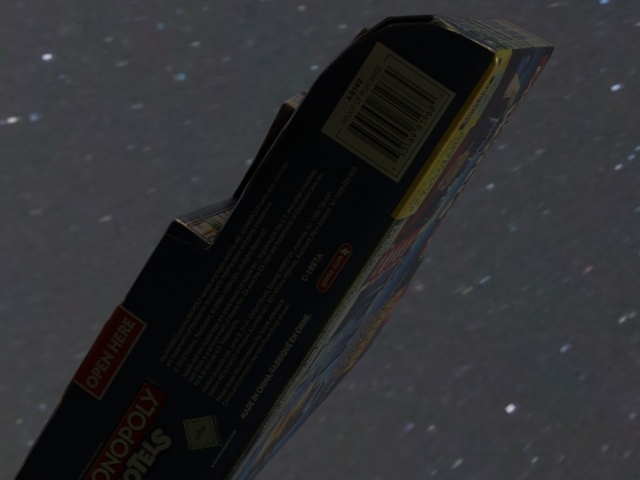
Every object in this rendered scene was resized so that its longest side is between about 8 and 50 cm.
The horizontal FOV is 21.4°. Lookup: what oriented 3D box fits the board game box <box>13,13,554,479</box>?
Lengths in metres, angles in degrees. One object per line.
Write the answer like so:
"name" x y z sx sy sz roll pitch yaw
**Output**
"board game box" 0.000 0.000 0.587 0.060 0.194 0.194 34 -77 7
